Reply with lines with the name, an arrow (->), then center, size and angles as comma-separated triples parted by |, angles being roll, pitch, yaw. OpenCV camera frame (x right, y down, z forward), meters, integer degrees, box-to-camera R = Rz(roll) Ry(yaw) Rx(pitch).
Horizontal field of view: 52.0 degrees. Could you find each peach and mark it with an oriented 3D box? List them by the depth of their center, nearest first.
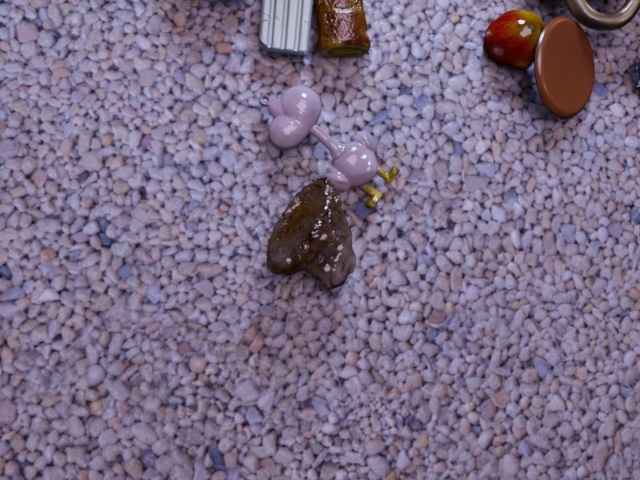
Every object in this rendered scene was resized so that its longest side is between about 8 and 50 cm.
peach -> 0.477, -0.502, 1.623 | 0.118, 0.151, 0.151 | -2, 83, -23

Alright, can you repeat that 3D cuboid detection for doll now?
doll -> 0.012, -0.228, 1.523 | 0.365, 0.094, 0.160 | 36, 86, -2

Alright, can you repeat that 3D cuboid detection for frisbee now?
frisbee -> 0.610, -0.429, 1.628 | 0.251, 0.021, 0.250 | -2, 94, -36

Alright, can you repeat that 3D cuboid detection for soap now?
soap -> -0.079, -0.542, 1.536 | 0.119, 0.066, 0.198 | 5, 95, -2

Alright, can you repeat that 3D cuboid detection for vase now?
vase -> 0.674, -0.676, 1.627 | 0.302, 0.241, 0.329 | -22, 87, -3

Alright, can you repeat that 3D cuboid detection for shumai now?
shumai -> -0.003, 0.002, 1.477 | 0.185, 0.184, 0.218 | 36, 62, -39

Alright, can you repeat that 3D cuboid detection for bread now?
bread -> 0.052, -0.532, 1.563 | 0.132, 0.103, 0.172 | -5, 87, -9

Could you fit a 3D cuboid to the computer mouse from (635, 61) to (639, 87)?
computer mouse -> 0.911, -0.463, 1.720 | 0.231, 0.071, 0.126 | -40, 105, -2
